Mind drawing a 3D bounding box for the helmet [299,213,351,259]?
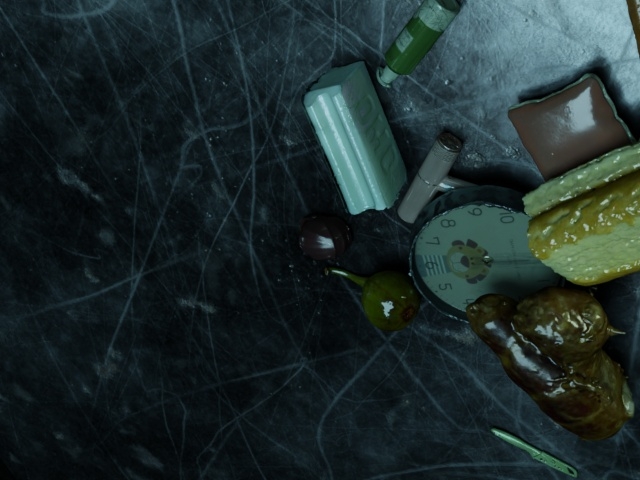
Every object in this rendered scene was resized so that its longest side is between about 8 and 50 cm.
[{"bbox_3d":[0.000,0.000,2.162,0.123,0.070,0.098,0,120,26],"label":"helmet"}]

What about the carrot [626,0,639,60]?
[{"bbox_3d":[0.514,-0.379,1.676,0.057,0.057,0.224,-11,110,32],"label":"carrot"}]

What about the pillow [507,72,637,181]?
[{"bbox_3d":[0.438,-0.192,1.814,0.179,0.075,0.171,-23,108,36],"label":"pillow"}]

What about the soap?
[{"bbox_3d":[0.071,-0.189,1.955,0.094,0.150,0.261,-9,116,35],"label":"soap"}]

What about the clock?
[{"bbox_3d":[0.318,0.037,1.992,0.313,0.061,0.312,8,129,10],"label":"clock"}]

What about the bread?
[{"bbox_3d":[0.556,-0.057,1.762,0.237,0.165,0.375,27,141,-35],"label":"bread"}]

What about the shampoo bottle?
[{"bbox_3d":[0.165,-0.353,1.863,0.065,0.065,0.204,39,129,0],"label":"shampoo bottle"}]

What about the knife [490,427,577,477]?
[{"bbox_3d":[0.460,0.457,2.253,0.207,0.014,0.030,27,126,9],"label":"knife"}]

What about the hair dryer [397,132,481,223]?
[{"bbox_3d":[0.281,-0.077,1.993,0.220,0.053,0.195,28,129,0],"label":"hair dryer"}]

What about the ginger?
[{"bbox_3d":[0.477,0.228,1.950,0.254,0.176,0.418,-18,124,43],"label":"ginger"}]

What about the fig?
[{"bbox_3d":[0.103,0.104,2.166,0.236,0.124,0.124,24,132,41],"label":"fig"}]
